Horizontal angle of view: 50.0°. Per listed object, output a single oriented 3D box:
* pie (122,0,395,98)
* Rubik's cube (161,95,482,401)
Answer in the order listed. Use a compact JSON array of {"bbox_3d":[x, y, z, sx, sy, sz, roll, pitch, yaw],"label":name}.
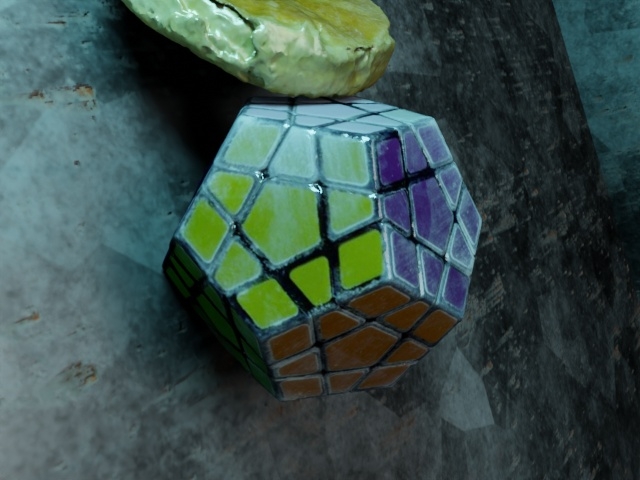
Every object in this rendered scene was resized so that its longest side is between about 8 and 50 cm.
[{"bbox_3d":[-0.068,-0.264,0.726,0.339,0.083,0.340,22,34,-16],"label":"pie"},{"bbox_3d":[0.000,0.000,0.688,0.264,0.319,0.319,28,54,-12],"label":"Rubik's cube"}]
